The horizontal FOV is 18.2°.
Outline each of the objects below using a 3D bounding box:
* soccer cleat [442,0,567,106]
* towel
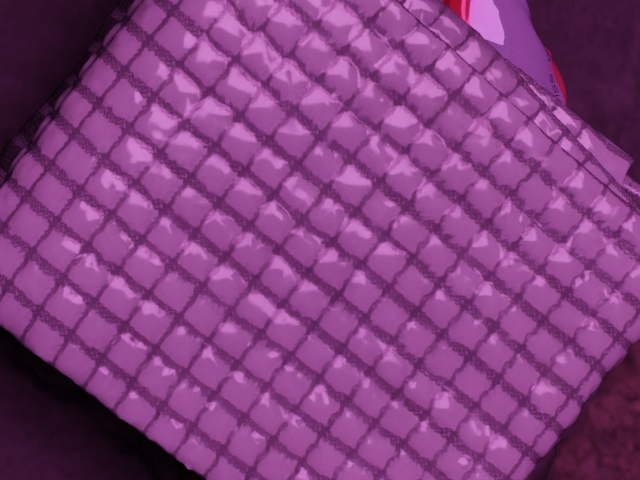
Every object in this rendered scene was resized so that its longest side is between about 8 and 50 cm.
[{"bbox_3d":[0.081,-0.115,1.046,0.095,0.083,0.248,-2,79,-53],"label":"soccer cleat"},{"bbox_3d":[0.000,0.000,0.922,0.284,0.121,0.235,37,90,-16],"label":"towel"}]
